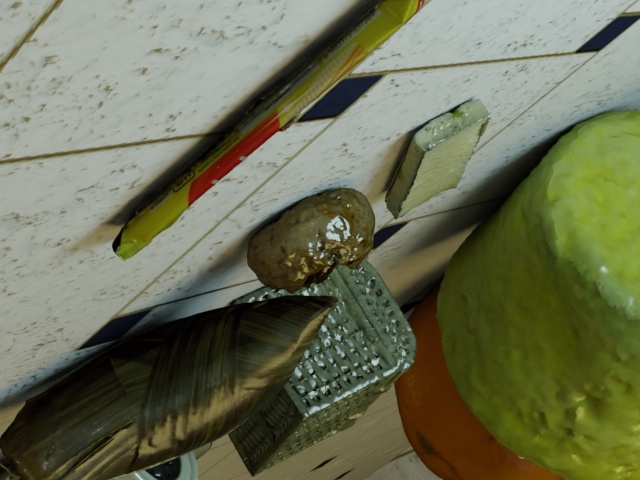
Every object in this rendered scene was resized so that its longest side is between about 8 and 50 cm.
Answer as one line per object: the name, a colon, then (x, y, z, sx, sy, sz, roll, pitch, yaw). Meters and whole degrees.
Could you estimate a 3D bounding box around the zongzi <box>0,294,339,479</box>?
zongzi: (-0.133, 0.118, 1.252, 0.247, 0.111, 0.241, -21, 168, -33)

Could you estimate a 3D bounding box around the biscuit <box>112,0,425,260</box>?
biscuit: (-0.030, -0.077, 0.959, 0.292, 0.026, 0.048, -38, -175, 30)

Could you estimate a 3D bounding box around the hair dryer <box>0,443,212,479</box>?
hair dryer: (-0.188, 0.226, 1.587, 0.203, 0.128, 0.362, -37, 174, 20)

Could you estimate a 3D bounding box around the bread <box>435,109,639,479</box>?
bread: (0.309, 0.051, 1.575, 0.348, 0.348, 0.308, -26, 157, -23)

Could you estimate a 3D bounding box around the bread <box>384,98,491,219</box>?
bread: (0.094, -0.066, 1.283, 0.068, 0.028, 0.154, -28, 166, -15)

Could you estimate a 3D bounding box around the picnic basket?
picnic basket: (-0.012, 0.117, 1.503, 0.154, 0.134, 0.196, -26, 166, -25)

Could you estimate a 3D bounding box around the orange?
orange: (0.238, 0.168, 1.915, 0.312, 0.312, 0.312, -30, 167, -7)

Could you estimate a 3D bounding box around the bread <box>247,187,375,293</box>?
bread: (0.000, 0.000, 1.244, 0.113, 0.060, 0.082, -23, 167, -28)
